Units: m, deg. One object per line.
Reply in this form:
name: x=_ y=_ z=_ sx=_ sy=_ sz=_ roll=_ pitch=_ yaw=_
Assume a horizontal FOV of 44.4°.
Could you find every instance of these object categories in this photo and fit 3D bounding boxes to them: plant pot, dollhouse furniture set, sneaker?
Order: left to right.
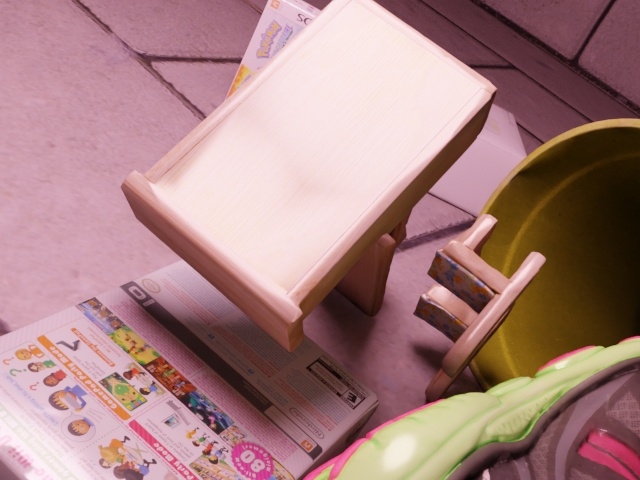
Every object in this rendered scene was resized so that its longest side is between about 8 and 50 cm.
dollhouse furniture set: x=0.000 y=0.000 z=0.770 sx=0.362 sy=0.394 sz=0.256 roll=40 pitch=72 yaw=15
sneaker: x=0.174 y=0.204 z=0.584 sx=0.482 sy=0.185 sz=0.202 roll=-7 pitch=64 yaw=-43
plant pot: x=0.424 y=0.085 z=0.982 sx=0.353 sy=0.366 sz=0.366 roll=21 pitch=29 yaw=-36

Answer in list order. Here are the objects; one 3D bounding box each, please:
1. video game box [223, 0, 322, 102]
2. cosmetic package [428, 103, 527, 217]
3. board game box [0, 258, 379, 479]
video game box: x=-0.029 y=-0.251 z=1.202 sx=0.187 sy=0.205 sz=0.048 roll=28 pitch=31 yaw=-3
cosmetic package: x=0.229 y=-0.180 z=1.394 sx=0.224 sy=0.138 sz=0.224 roll=26 pitch=30 yaw=-10
board game box: x=-0.119 y=0.145 z=0.618 sx=0.224 sy=0.097 sz=0.303 roll=38 pitch=29 yaw=16
